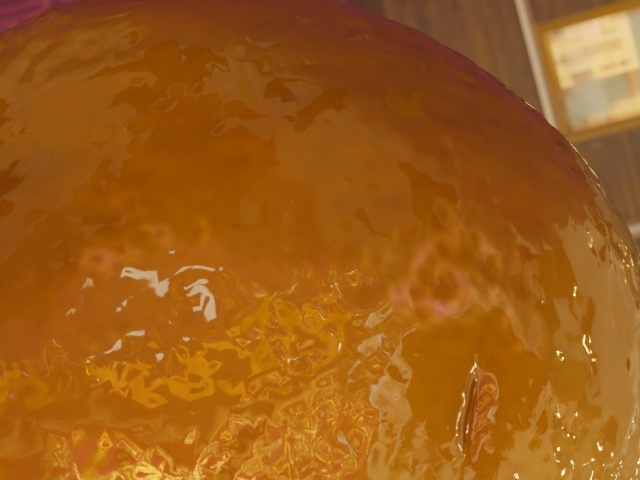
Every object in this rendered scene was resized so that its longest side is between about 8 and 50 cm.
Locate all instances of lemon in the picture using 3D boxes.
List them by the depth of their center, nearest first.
[{"bbox_3d":[-0.032,0.058,0.728,0.348,0.348,0.348,-15,-172,2],"label":"lemon"}]
